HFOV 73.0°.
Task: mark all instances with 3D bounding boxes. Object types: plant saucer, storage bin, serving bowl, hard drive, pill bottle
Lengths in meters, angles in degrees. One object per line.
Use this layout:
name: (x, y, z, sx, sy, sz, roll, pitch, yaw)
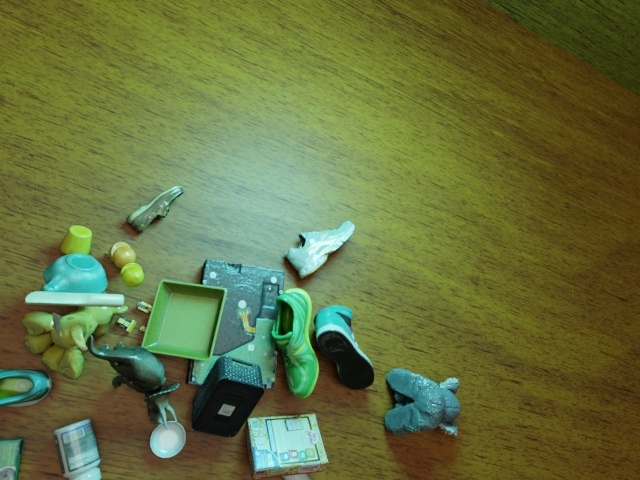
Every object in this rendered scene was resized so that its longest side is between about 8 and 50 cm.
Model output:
plant saucer: (-0.345, 0.207, 1.123, 0.189, 0.045, 0.188, 7, 72, 8)
storage bin: (-0.234, 0.393, 1.085, 0.122, 0.084, 0.180, 25, 107, -24)
serving bowl: (-0.381, 0.495, 1.081, 0.084, 0.027, 0.083, 7, 71, -21)
hard drive: (-0.231, 0.234, 1.212, 0.237, 0.064, 0.338, 10, 69, -20)
pill bottle: (-0.550, 0.486, 0.983, 0.078, 0.078, 0.137, -14, 79, -26)

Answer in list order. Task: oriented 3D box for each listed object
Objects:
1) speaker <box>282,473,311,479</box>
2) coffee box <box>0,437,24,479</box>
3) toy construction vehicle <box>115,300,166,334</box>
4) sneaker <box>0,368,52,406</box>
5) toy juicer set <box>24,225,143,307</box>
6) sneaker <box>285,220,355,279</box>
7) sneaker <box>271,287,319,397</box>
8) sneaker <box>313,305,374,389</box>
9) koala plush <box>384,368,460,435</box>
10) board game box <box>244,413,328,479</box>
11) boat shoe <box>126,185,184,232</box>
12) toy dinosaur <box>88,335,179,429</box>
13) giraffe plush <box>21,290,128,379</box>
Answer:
speaker: (-0.069, 0.628, 1.155, 0.055, 0.055, 0.136, -38, 91, -29)
coffee box: (-0.749, 0.490, 0.917, 0.185, 0.040, 0.113, 5, 71, -22)
toy construction vehicle: (-0.471, 0.206, 1.134, 0.098, 0.035, 0.085, 34, 63, -10)
sneaker: (-0.744, 0.320, 0.937, 0.276, 0.110, 0.106, -2, 74, -23)
toy juicer set: (-0.540, 0.096, 1.030, 0.210, 0.089, 0.329, 21, 22, -24)
sneaker: (0.000, 0.000, 1.374, 0.121, 0.099, 0.262, 47, 60, 2)
sneaker: (-0.083, 0.281, 1.182, 0.124, 0.110, 0.295, 1, 80, -53)
sneaker: (0.065, 0.301, 1.290, 0.178, 0.124, 0.295, -98, 163, -55)
koala plush: (0.340, 0.500, 1.311, 0.222, 0.203, 0.196, 20, 66, -29)
board game box: (-0.092, 0.536, 1.137, 0.194, 0.045, 0.146, 6, 33, -21)
boat shoe: (-0.458, -0.089, 1.226, 0.178, 0.064, 0.060, -42, 97, -22)
toy dinosaur: (-0.428, 0.300, 1.022, 0.161, 0.313, 0.121, 10, 40, 19)
giraffe plush: (-0.573, 0.197, 1.036, 0.181, 0.210, 0.170, 42, 32, 0)
